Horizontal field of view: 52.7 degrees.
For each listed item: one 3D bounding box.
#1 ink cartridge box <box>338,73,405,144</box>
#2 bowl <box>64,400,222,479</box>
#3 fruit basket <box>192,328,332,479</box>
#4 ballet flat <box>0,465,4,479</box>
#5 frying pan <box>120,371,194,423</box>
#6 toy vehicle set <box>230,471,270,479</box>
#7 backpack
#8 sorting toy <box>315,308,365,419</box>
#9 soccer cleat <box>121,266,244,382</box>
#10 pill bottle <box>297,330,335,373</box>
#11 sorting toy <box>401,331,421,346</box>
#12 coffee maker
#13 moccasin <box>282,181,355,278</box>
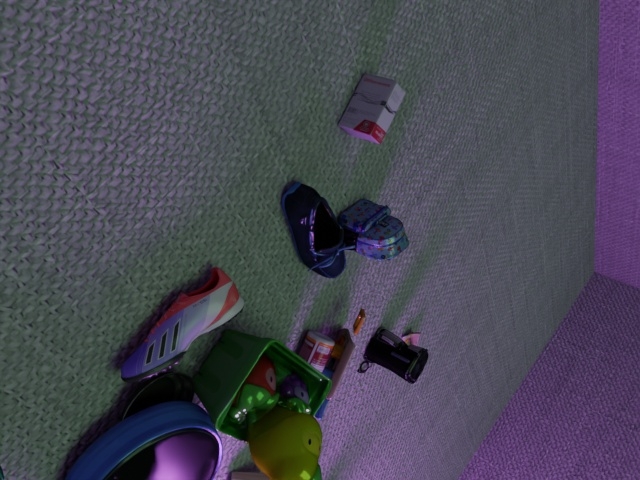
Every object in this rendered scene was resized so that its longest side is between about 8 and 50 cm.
[{"bbox_3d":[0.131,-0.332,1.628,0.063,0.109,0.150,29,87,-53],"label":"ink cartridge box"},{"bbox_3d":[-0.395,0.548,1.481,0.391,0.077,0.390,-28,137,-30],"label":"bowl"},{"bbox_3d":[-0.098,0.424,1.584,0.282,0.392,0.392,-56,143,-11],"label":"fruit basket"},{"bbox_3d":[-0.624,0.379,1.166,0.070,0.070,0.188,-26,126,-41],"label":"ballet flat"},{"bbox_3d":[-0.350,0.405,1.523,0.197,0.053,0.326,-53,148,-8],"label":"frying pan"},{"bbox_3d":[-0.194,0.794,1.876,0.166,0.035,0.266,7,109,-12],"label":"toy vehicle set"},{"bbox_3d":[0.153,-0.024,1.784,0.158,0.173,0.116,-32,133,-35],"label":"backpack"},{"bbox_3d":[0.039,0.353,1.905,0.196,0.047,0.347,-134,-113,-83],"label":"sorting toy"},{"bbox_3d":[-0.314,0.183,1.413,0.318,0.109,0.116,-37,113,-28],"label":"soccer cleat"},{"bbox_3d":[-0.025,0.342,1.856,0.086,0.086,0.151,20,95,-54],"label":"pill bottle"},{"bbox_3d":[0.315,0.365,2.328,0.075,0.045,0.083,0,111,-43],"label":"sorting toy"},{"bbox_3d":[0.246,0.401,2.144,0.120,0.178,0.171,14,100,-52],"label":"coffee maker"},{"bbox_3d":[0.000,0.000,1.658,0.137,0.117,0.342,-52,142,-16],"label":"moccasin"}]
